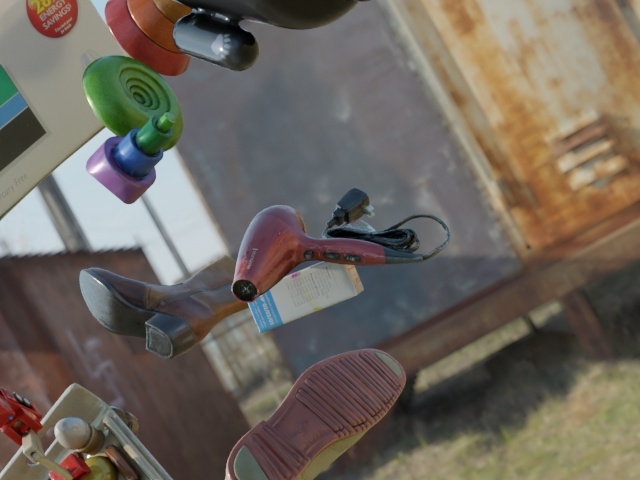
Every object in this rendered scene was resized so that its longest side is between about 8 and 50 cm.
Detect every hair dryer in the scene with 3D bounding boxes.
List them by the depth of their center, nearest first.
[{"bbox_3d":[0.000,0.000,1.795,0.294,0.080,0.224,-26,27,-27],"label":"hair dryer"}]

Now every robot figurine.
[{"bbox_3d":[-0.052,-0.272,1.174,0.209,0.173,0.278,-41,36,-22],"label":"robot figurine"}]

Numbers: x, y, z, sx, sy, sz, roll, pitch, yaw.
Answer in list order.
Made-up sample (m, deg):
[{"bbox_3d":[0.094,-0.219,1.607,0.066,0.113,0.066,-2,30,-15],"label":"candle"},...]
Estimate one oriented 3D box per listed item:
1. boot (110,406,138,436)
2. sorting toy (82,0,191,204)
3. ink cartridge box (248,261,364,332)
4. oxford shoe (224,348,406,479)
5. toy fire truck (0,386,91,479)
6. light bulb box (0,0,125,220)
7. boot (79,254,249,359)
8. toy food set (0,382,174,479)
[{"bbox_3d":[-0.369,0.367,2.218,0.082,0.219,0.106,6,-21,24],"label":"boot"},{"bbox_3d":[-0.169,-0.195,1.496,0.126,0.127,0.365,-41,28,30],"label":"sorting toy"},{"bbox_3d":[-0.003,0.064,1.893,0.181,0.061,0.104,-22,0,8],"label":"ink cartridge box"},{"bbox_3d":[-0.018,0.317,2.285,0.397,0.140,0.146,-32,-22,-33],"label":"oxford shoe"},{"bbox_3d":[-0.414,0.279,1.952,0.047,0.135,0.192,-42,-28,0],"label":"toy fire truck"},{"bbox_3d":[-0.489,-0.175,1.806,0.361,0.225,0.358,4,43,51],"label":"light bulb box"},{"bbox_3d":[-0.257,0.078,2.475,0.264,0.096,0.280,23,37,30],"label":"boot"},{"bbox_3d":[-0.348,0.372,1.995,0.219,0.306,0.092,-52,-45,0],"label":"toy food set"}]
